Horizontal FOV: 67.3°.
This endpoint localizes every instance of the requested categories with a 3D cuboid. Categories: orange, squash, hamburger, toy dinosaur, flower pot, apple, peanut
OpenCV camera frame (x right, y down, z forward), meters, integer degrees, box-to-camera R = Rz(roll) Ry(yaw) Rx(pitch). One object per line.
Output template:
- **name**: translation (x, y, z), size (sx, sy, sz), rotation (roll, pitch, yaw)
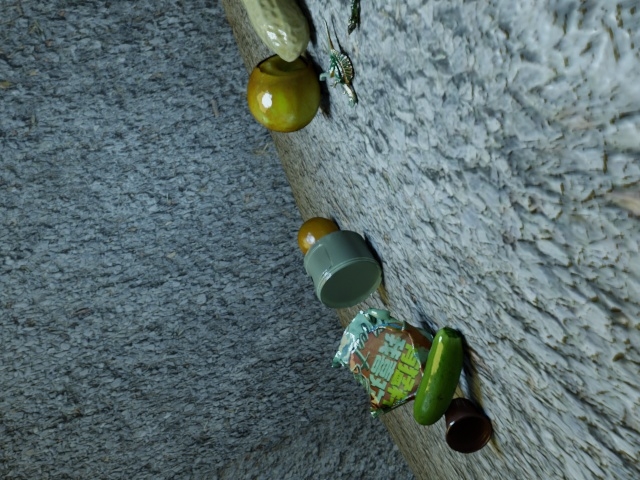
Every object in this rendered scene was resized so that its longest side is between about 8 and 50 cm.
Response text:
- **orange**: translation (0.000, 0.000, 2.046), size (0.206, 0.206, 0.206), rotation (158, 90, -83)
- **squash**: translation (0.272, 0.325, 1.106), size (0.082, 0.082, 0.292), rotation (-121, 34, -54)
- **hamburger**: translation (0.190, 0.313, 1.302), size (0.276, 0.260, 0.150), rotation (49, -164, 22)
- **toy dinosaur**: translation (0.044, -0.402, 1.102), size (0.106, 0.044, 0.187), rotation (44, 145, 42)
- **flower pot**: translation (0.335, 0.425, 1.130), size (0.089, 0.111, 0.111), rotation (-100, -8, -69)
- **apple**: translation (-0.101, -0.437, 1.402), size (0.237, 0.237, 0.207), rotation (65, 153, 27)
- **peanut**: translation (-0.125, -0.626, 1.283), size (0.152, 0.152, 0.313), rotation (100, 148, -77)

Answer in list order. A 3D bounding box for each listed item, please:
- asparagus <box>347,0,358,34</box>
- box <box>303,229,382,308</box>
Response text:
- **asparagus**: translation (0.058, -0.462, 0.850), size (0.023, 0.022, 0.233), rotation (20, 154, 13)
- **box**: translation (0.074, 0.097, 1.585), size (0.226, 0.226, 0.149), rotation (76, 170, -48)
